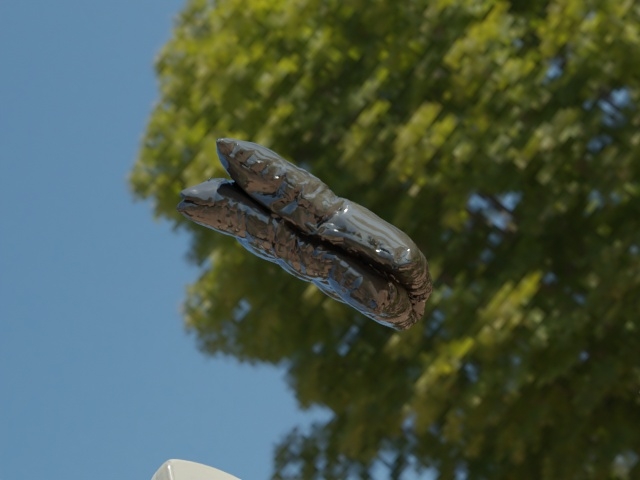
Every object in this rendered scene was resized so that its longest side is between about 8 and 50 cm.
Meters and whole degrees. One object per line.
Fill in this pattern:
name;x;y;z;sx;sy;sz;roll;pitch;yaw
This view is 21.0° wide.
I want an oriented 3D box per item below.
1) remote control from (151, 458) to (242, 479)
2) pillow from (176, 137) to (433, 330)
remote control;-0.064;0.228;1.168;0.087;0.190;0.029;23;-60;-33
pillow;0.000;0.000;1.750;0.101;0.228;0.326;-59;-10;0
